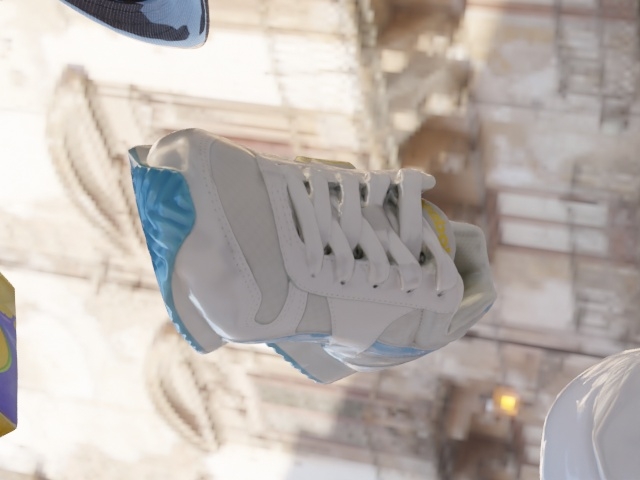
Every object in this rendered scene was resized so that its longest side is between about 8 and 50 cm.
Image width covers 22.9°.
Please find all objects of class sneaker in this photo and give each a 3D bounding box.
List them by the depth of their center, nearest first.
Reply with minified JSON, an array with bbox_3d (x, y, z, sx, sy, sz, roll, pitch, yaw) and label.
[{"bbox_3d":[0.000,0.000,0.625,0.228,0.092,0.087,24,-131,-66],"label":"sneaker"}]

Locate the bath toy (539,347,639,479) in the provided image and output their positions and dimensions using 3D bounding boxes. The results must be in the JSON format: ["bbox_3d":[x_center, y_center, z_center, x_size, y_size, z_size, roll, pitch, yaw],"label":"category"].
[{"bbox_3d":[0.233,0.053,0.498,0.129,0.348,0.151,78,165,-50],"label":"bath toy"}]

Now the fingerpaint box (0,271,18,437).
[{"bbox_3d":[-0.478,0.025,1.052,0.445,0.371,0.163,53,-165,-39],"label":"fingerpaint box"}]

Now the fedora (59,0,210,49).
[{"bbox_3d":[-0.121,-0.239,0.908,0.124,0.275,0.244,-45,-55,-21],"label":"fedora"}]
